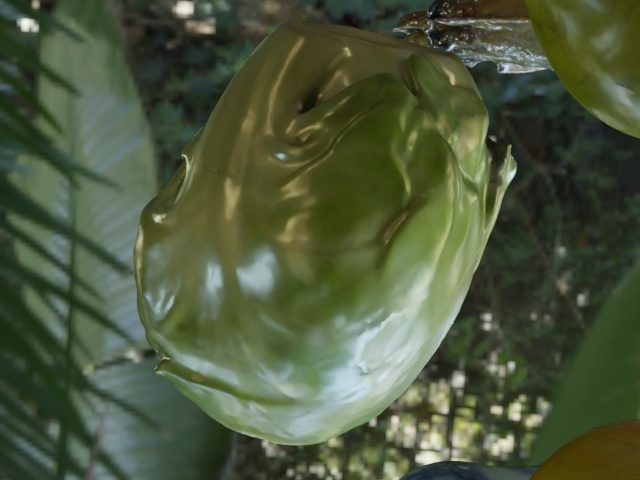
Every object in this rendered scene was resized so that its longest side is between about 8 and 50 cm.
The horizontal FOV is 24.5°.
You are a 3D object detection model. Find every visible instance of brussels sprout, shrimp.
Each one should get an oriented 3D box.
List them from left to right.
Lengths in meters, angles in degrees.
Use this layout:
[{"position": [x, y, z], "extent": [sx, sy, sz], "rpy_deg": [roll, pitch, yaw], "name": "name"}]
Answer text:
[{"position": [0.000, 0.000, 1.109], "extent": [0.247, 0.328, 0.328], "rpy_deg": [18, -171, 7], "name": "brussels sprout"}, {"position": [0.218, -0.171, 1.243], "extent": [0.317, 0.077, 0.168], "rpy_deg": [5, 176, 19], "name": "shrimp"}]

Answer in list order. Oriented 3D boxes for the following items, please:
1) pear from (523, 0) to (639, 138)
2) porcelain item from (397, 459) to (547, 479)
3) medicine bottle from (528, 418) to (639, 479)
[{"position": [0.239, -0.155, 0.857], "extent": [0.269, 0.212, 0.212], "rpy_deg": [13, -177, -22], "name": "pear"}, {"position": [0.150, 0.261, 1.325], "extent": [0.259, 0.141, 0.141], "rpy_deg": [-4, -170, -44], "name": "porcelain item"}, {"position": [0.280, 0.213, 0.731], "extent": [0.224, 0.224, 0.384], "rpy_deg": [-1, 179, -33], "name": "medicine bottle"}]
